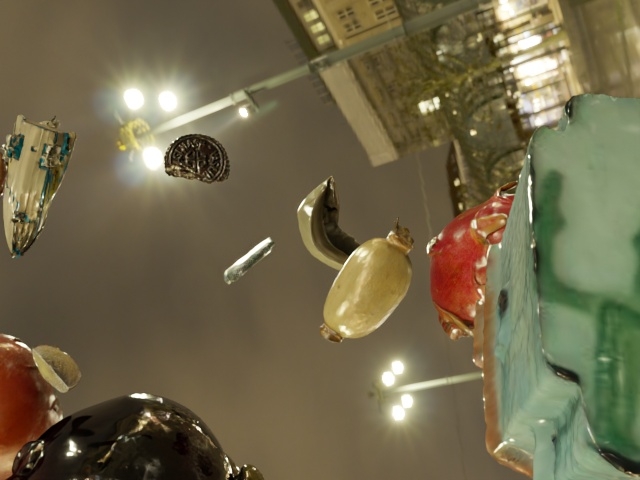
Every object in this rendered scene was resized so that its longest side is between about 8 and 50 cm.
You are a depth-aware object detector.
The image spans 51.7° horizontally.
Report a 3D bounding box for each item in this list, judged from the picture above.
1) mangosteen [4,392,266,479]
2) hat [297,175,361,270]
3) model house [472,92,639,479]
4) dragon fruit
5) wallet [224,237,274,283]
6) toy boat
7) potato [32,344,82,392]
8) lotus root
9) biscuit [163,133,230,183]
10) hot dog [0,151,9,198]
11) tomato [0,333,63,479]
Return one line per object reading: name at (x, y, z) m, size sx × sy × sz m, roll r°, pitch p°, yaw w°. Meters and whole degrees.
mangosteen at (-0.248, 0.430, 0.945) m, size 0.435 × 0.382 × 0.382 m, roll 36°, pitch -144°, yaw -19°
hat at (0.000, 0.000, 1.045) m, size 0.173 × 0.144 × 0.166 m, roll -29°, pitch -91°, yaw -52°
model house at (0.250, 0.089, 0.554) m, size 0.329 × 0.251 × 0.295 m, roll 98°, pitch 180°, yaw -60°
dragon fruit at (0.317, 0.042, 1.209) m, size 0.250 × 0.315 × 0.250 m, roll 11°, pitch -122°, yaw -18°
wallet at (-0.148, 0.043, 1.398) m, size 0.026 × 0.129 × 0.088 m, roll 51°, pitch 178°, yaw -9°
toy boat at (-0.405, -0.072, 0.919) m, size 0.066 × 0.084 × 0.210 m, roll -88°, pitch 16°, yaw -76°
potato at (-0.385, 0.193, 0.975) m, size 0.093 × 0.036 × 0.037 m, roll 38°, pitch -148°, yaw 21°
lotus root at (0.052, 0.047, 0.682) m, size 0.073 × 0.150 × 0.062 m, roll 28°, pitch -166°, yaw -25°
biscuit at (-0.173, -0.109, 0.925) m, size 0.087 × 0.089 × 0.027 m, roll 55°, pitch 158°, yaw 9°
hot dog at (-0.624, -0.082, 1.153) m, size 0.099 × 0.227 × 0.161 m, roll -4°, pitch -118°, yaw -52°
tomato at (-0.601, 0.305, 1.187) m, size 0.265 × 0.264 × 0.265 m, roll 49°, pitch -148°, yaw -47°
